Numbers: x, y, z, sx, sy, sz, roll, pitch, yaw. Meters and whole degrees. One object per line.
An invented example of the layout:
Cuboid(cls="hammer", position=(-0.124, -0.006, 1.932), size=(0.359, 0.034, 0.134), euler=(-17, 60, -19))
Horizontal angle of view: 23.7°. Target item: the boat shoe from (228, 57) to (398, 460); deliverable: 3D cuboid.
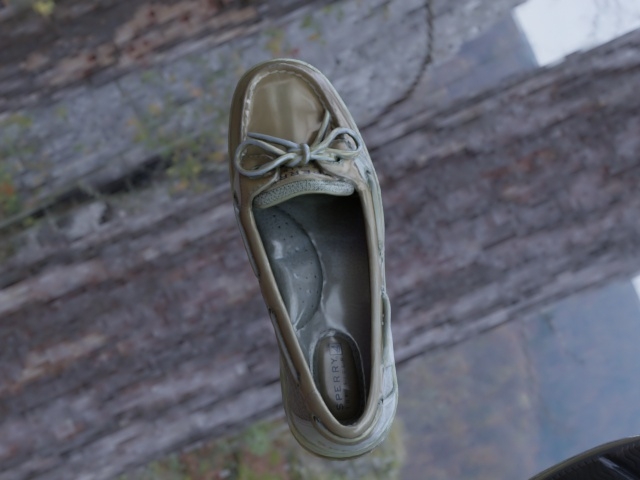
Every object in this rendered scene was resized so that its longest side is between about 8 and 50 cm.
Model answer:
Cuboid(cls="boat shoe", position=(-0.002, 0.001, 0.548), size=(0.048, 0.056, 0.153), euler=(98, -14, -73))

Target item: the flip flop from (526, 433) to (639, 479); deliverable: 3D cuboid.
Cuboid(cls="flip flop", position=(0.081, 0.151, 0.583), size=(0.112, 0.277, 0.080), euler=(61, 21, 6))
